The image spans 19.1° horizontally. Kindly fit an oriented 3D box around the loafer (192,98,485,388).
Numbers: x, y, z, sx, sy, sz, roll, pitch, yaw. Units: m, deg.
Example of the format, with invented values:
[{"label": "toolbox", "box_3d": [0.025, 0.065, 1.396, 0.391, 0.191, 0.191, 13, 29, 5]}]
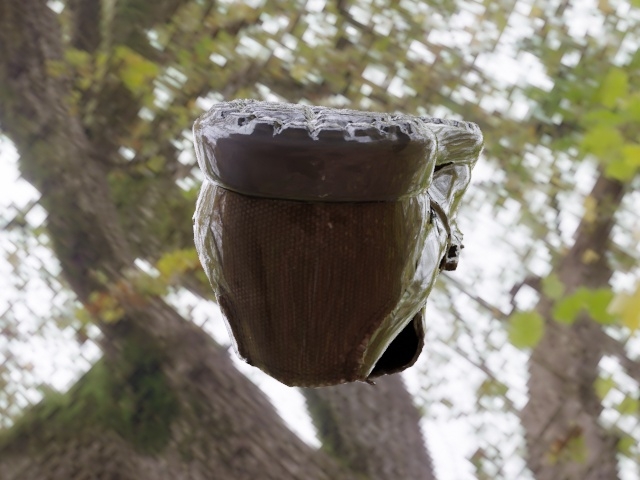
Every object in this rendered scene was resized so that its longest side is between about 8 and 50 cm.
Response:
[{"label": "loafer", "box_3d": [0.000, 0.000, 0.922, 0.134, 0.366, 0.130, 6, -86, 10]}]
